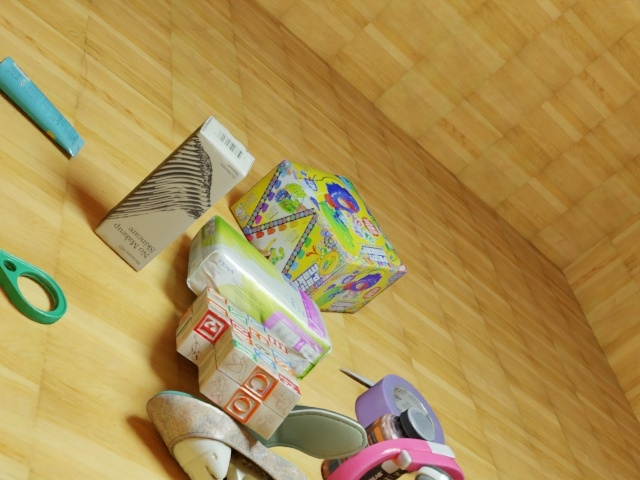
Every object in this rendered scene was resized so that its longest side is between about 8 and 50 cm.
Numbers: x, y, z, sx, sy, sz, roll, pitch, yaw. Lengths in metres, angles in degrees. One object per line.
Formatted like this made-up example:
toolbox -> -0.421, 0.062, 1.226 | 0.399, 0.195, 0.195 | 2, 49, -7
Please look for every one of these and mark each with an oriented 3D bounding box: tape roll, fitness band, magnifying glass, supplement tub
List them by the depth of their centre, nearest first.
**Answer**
magnifying glass -> -0.461, 0.034, 1.449 | 0.231, 0.026, 0.092 | 46, 21, -14
fitness band -> 0.121, 0.423, 1.680 | 0.291, 0.209, 0.054 | 21, 26, -44
supplement tub -> 0.105, 0.374, 1.755 | 0.106, 0.198, 0.106 | 40, 23, -21
tape roll -> 0.163, 0.373, 2.044 | 0.189, 0.080, 0.189 | 41, 21, -20

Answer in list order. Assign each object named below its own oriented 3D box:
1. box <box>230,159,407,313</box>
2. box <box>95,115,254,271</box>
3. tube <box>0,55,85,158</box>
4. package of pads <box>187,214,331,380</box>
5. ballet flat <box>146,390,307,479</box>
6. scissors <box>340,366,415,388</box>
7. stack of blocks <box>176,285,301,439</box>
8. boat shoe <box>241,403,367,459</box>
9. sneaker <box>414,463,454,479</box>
box -> 0.000, 0.000, 2.224 | 0.290, 0.177, 0.279 | 9, 45, -60
box -> -0.248, -0.079, 1.710 | 0.113, 0.275, 0.094 | 44, 21, -13
tube -> -0.504, -0.237, 1.799 | 0.207, 0.052, 0.080 | 48, 25, -20
package of pads -> -0.117, 0.106, 1.855 | 0.296, 0.101, 0.229 | 42, 8, -16
ballet flat -> -0.132, 0.335, 1.488 | 0.316, 0.107, 0.106 | 37, 35, -28
scissors -> 0.149, 0.335, 2.163 | 0.297, 0.021, 0.109 | 25, 33, -51
stack of blocks -> -0.136, 0.185, 1.593 | 0.171, 0.087, 0.297 | 37, 4, -13
boat shoe -> -0.034, 0.301, 1.619 | 0.068, 0.227, 0.081 | -42, 135, -76
sneaker -> 0.152, 0.517, 1.591 | 0.178, 0.123, 0.296 | -28, 117, -37
